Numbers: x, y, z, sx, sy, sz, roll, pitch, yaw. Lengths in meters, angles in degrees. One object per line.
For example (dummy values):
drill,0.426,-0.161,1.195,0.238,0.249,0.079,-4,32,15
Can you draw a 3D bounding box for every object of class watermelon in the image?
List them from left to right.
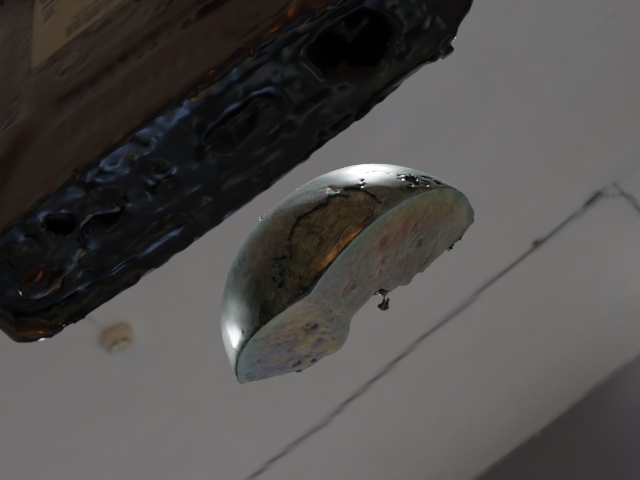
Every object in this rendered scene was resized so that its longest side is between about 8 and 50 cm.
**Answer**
watermelon,-0.004,-0.003,1.320,0.322,0.175,0.188,-42,-30,-16

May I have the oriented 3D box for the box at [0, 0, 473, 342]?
box,-0.091,-0.143,0.743,0.359,0.350,0.091,-34,-52,15
